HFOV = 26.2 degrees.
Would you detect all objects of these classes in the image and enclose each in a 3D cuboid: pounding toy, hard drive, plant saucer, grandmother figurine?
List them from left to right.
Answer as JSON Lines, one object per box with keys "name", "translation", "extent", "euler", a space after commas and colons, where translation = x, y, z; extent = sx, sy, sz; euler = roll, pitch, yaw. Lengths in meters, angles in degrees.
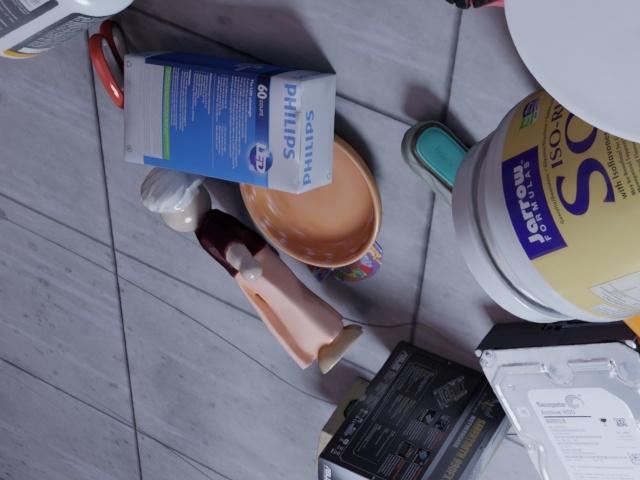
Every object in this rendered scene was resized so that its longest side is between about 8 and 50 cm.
{"name": "grandmother figurine", "translation": [-0.095, 0.028, 1.778], "extent": [0.342, 0.104, 0.208], "euler": [43, 173, 0]}
{"name": "plant saucer", "translation": [-0.009, -0.061, 1.687], "extent": [0.200, 0.037, 0.200], "euler": [18, 128, 25]}
{"name": "pounding toy", "translation": [0.062, 0.281, 1.951], "extent": [0.100, 0.130, 0.141], "euler": [26, 143, 15]}
{"name": "hard drive", "translation": [0.359, 0.247, 1.692], "extent": [0.237, 0.064, 0.339], "euler": [-8, 119, 44]}

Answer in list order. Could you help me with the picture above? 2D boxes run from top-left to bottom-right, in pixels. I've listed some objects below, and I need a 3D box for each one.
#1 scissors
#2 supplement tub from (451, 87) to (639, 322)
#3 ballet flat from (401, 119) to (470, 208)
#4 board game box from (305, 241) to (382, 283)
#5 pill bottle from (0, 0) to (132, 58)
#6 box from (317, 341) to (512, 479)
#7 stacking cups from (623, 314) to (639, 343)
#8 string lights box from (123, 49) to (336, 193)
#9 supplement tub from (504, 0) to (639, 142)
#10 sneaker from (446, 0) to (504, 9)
{"name": "scissors", "translation": [-0.224, -0.148, 1.746], "extent": [0.021, 0.109, 0.297], "euler": [-15, 126, 10]}
{"name": "supplement tub", "translation": [0.304, -0.059, 1.272], "extent": [0.241, 0.241, 0.331], "euler": [47, 143, -13]}
{"name": "ballet flat", "translation": [0.175, -0.054, 1.553], "extent": [0.213, 0.072, 0.068], "euler": [45, 171, -9]}
{"name": "board game box", "translation": [0.000, 0.000, 1.775], "extent": [0.133, 0.033, 0.169], "euler": [-18, 118, 49]}
{"name": "pill bottle", "translation": [-0.295, -0.317, 1.565], "extent": [0.278, 0.162, 0.162], "euler": [-15, 120, 47]}
{"name": "box", "translation": [0.130, 0.251, 1.775], "extent": [0.183, 0.231, 0.056], "euler": [21, 138, 20]}
{"name": "stacking cups", "translation": [0.398, 0.111, 1.515], "extent": [0.316, 0.096, 0.096], "euler": [42, 144, -3]}
{"name": "string lights box", "translation": [-0.112, -0.144, 1.628], "extent": [0.259, 0.077, 0.133], "euler": [12, 108, 30]}
{"name": "supplement tub", "translation": [0.289, -0.243, 0.993], "extent": [0.235, 0.325, 0.235], "euler": [23, 142, 19]}
{"name": "sneaker", "translation": [0.208, -0.260, 1.246], "extent": [0.314, 0.136, 0.116], "euler": [40, 138, 40]}
